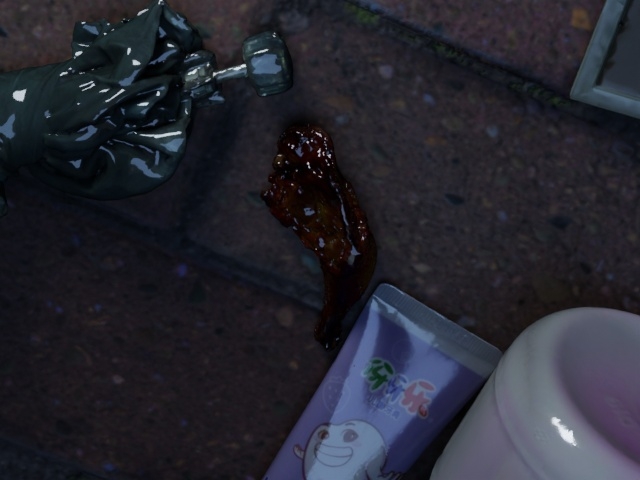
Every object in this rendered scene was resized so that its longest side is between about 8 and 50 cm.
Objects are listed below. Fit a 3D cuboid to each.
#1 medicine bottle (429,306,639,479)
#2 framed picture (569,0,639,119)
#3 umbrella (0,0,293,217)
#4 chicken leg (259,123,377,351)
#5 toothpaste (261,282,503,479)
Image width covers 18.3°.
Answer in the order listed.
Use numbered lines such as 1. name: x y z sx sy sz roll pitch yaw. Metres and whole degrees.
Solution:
1. medicine bottle: 0.206 0.243 1.617 0.256 0.256 0.325 21 124 -8
2. framed picture: 0.369 -0.173 1.540 0.296 0.019 0.232 17 116 -7
3. umbrella: -0.192 -0.097 1.556 0.349 0.094 0.143 -13 119 6
4. chicken leg: 0.005 -0.002 1.619 0.093 0.053 0.205 -6 110 30
5. toothpaste: 0.003 0.208 1.716 0.125 0.080 0.371 32 105 -9
